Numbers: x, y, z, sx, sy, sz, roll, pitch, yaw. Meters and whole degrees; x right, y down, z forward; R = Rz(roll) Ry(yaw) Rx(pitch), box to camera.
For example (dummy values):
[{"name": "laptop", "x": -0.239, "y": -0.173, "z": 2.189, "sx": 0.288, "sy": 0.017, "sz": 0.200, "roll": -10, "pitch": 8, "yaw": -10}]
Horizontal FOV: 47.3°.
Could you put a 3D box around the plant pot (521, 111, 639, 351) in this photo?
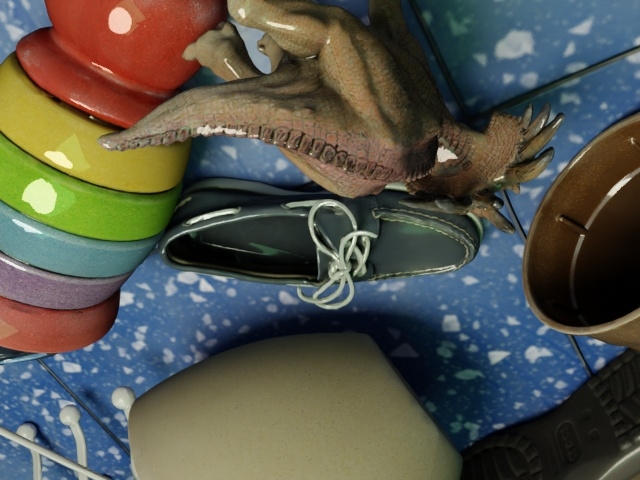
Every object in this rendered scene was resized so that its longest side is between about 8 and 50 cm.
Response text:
[{"name": "plant pot", "x": 0.261, "y": 0.019, "z": 0.507, "sx": 0.165, "sy": 0.167, "sz": 0.167, "roll": 27, "pitch": 125, "yaw": -18}]

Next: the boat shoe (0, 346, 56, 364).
[{"name": "boat shoe", "x": -0.369, "y": 0.113, "z": 0.700, "sx": 0.258, "sy": 0.109, "sz": 0.089, "roll": -10, "pitch": 125, "yaw": 18}]

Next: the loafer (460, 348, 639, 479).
[{"name": "loafer", "x": 0.238, "y": 0.235, "z": 0.668, "sx": 0.130, "sy": 0.133, "sz": 0.366, "roll": 36, "pitch": 123, "yaw": -15}]

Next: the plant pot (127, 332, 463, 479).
[{"name": "plant pot", "x": 0.005, "y": 0.187, "z": 0.616, "sx": 0.191, "sy": 0.284, "sz": 0.284, "roll": -38, "pitch": 114, "yaw": 0}]

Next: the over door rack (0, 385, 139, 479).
[{"name": "over door rack", "x": -0.289, "y": 0.198, "z": 0.695, "sx": 0.324, "sy": 0.108, "sz": 0.240, "roll": 27, "pitch": 143, "yaw": -34}]

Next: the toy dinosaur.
[{"name": "toy dinosaur", "x": 0.035, "y": -0.070, "z": 0.423, "sx": 0.127, "sy": 0.296, "sz": 0.200, "roll": -38, "pitch": 83, "yaw": 40}]

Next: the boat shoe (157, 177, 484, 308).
[{"name": "boat shoe", "x": 0.000, "y": 0.000, "z": 0.576, "sx": 0.255, "sy": 0.079, "sz": 0.095, "roll": 8, "pitch": 125, "yaw": 4}]

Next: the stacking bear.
[{"name": "stacking bear", "x": -0.163, "y": -0.080, "z": 0.504, "sx": 0.164, "sy": 0.175, "sz": 0.289, "roll": 38, "pitch": 113, "yaw": 16}]
